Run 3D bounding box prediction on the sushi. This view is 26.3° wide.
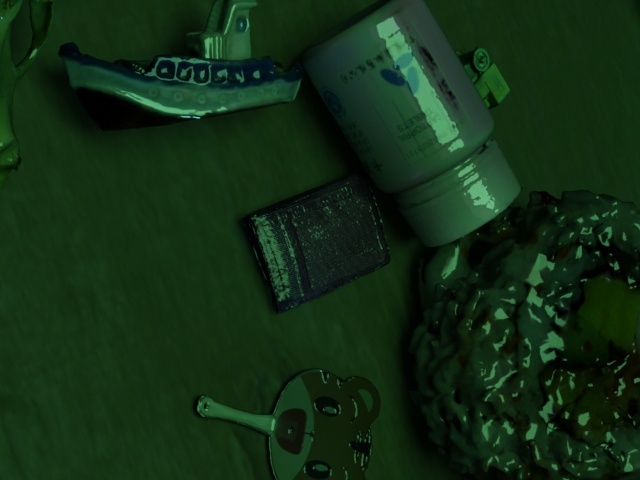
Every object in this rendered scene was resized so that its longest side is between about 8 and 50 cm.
[{"bbox_3d":[0.288,0.133,1.538,0.418,0.176,0.417,7,77,-33],"label":"sushi"}]

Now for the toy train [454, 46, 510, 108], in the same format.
[{"bbox_3d":[0.167,-0.173,1.595,0.122,0.050,0.081,-48,115,-32],"label":"toy train"}]

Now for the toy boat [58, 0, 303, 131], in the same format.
[{"bbox_3d":[-0.131,-0.178,1.349,0.262,0.114,0.115,-14,101,-31],"label":"toy boat"}]

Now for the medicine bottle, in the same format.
[{"bbox_3d":[0.101,-0.130,1.479,0.152,0.152,0.254,-38,102,-33],"label":"medicine bottle"}]

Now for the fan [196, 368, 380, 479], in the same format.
[{"bbox_3d":[-0.032,0.197,1.414,0.227,0.008,0.152,19,72,-31],"label":"fan"}]

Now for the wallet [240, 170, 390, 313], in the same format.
[{"bbox_3d":[0.001,0.000,1.459,0.166,0.030,0.111,-24,94,-35],"label":"wallet"}]

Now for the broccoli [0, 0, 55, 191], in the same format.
[{"bbox_3d":[-0.295,-0.209,1.172,0.254,0.186,0.302,32,50,-67],"label":"broccoli"}]
